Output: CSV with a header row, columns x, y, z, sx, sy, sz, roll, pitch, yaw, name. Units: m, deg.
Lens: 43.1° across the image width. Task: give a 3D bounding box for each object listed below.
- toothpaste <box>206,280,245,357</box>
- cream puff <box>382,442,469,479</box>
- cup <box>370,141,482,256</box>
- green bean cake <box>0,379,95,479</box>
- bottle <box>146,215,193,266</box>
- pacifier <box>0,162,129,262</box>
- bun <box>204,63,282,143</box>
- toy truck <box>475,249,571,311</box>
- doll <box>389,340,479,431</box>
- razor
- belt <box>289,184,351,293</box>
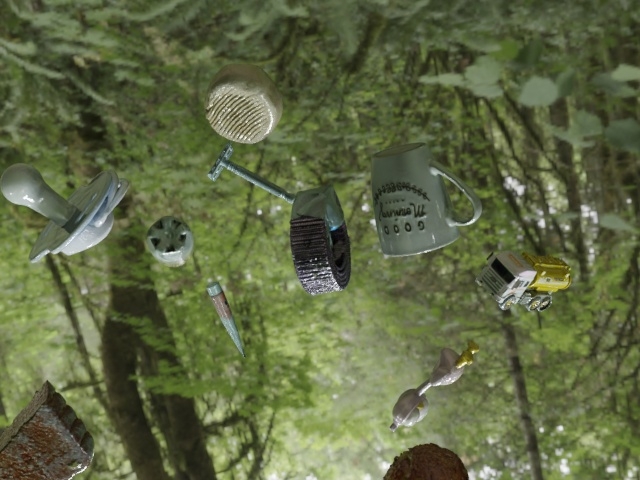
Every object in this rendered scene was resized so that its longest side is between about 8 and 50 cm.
x,y,z,sx,sy,sz,roll,pitch,yaw,name
-0.231,0.198,2.027,0.036,0.205,0.056,-22,-161,-3,toothpaste
0.220,0.556,1.769,0.164,0.240,0.240,21,-172,-10,cream puff
0.240,-0.103,1.865,0.258,0.234,0.186,-5,-164,32,cup
-0.621,0.447,1.753,0.233,0.198,0.097,-35,-165,3,green bean cake
-0.280,0.013,1.546,0.083,0.083,0.269,-14,172,-8,bottle
-0.559,-0.085,1.709,0.299,0.233,0.244,-15,-134,49,pacifier
-0.158,-0.292,1.686,0.173,0.166,0.113,-3,-140,28,bun
0.444,0.079,1.755,0.227,0.114,0.098,6,-145,-43,toy truck
0.313,0.427,2.347,0.365,0.094,0.160,-54,169,23,doll
-0.171,-0.159,2.130,0.232,0.106,0.068,30,170,3,razor
0.000,0.000,2.021,0.122,0.260,0.325,-9,-169,13,belt
